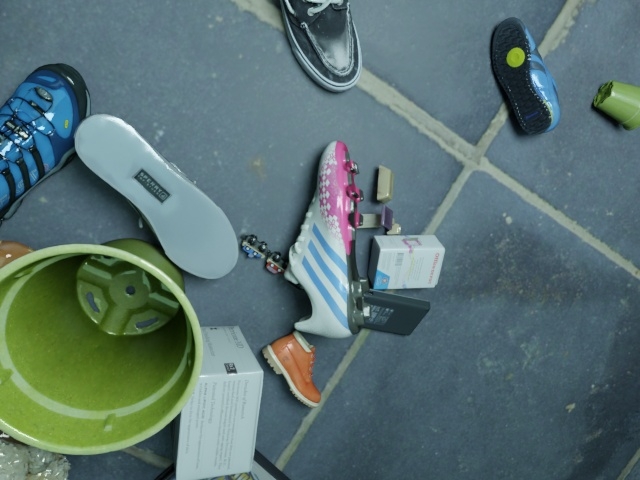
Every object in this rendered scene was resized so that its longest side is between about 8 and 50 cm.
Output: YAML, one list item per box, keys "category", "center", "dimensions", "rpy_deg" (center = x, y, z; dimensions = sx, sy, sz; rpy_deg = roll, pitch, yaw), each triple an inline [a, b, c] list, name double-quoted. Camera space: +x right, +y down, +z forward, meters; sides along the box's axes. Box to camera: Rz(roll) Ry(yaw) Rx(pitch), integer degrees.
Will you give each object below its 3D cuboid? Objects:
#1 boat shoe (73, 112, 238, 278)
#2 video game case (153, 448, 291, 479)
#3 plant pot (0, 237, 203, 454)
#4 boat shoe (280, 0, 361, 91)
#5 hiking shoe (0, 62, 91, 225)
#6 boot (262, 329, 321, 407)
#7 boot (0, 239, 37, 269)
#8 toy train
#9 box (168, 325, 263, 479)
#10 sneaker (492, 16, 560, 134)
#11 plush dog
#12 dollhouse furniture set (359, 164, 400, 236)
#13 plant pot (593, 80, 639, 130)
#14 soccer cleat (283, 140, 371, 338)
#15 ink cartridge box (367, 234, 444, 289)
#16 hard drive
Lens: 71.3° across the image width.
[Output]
- category: "boat shoe"
  center: [-0.249, -0.066, 0.702]
  dimensions: [0.113, 0.105, 0.306]
  rpy_deg: [-45, 117, -2]
- category: "video game case"
  center: [-0.193, 0.530, 0.890]
  dimensions: [0.248, 0.035, 0.275]
  rpy_deg: [-41, 107, 1]
- category: "plant pot"
  center: [-0.306, 0.109, 0.656]
  dimensions: [0.275, 0.254, 0.276]
  rpy_deg: [-3, 104, -10]
- category: "boat shoe"
  center: [-0.009, -0.377, 0.677]
  dimensions: [0.108, 0.102, 0.301]
  rpy_deg: [-22, 106, -5]
- category: "hiking shoe"
  center: [-0.443, -0.122, 0.639]
  dimensions: [0.113, 0.132, 0.304]
  rpy_deg: [36, 94, -16]
- category: "boot"
  center: [-0.031, 0.244, 0.844]
  dimensions: [0.084, 0.059, 0.158]
  rpy_deg: [-36, 106, -6]
- category: "boot"
  center: [-0.500, 0.094, 0.714]
  dimensions: [0.152, 0.073, 0.197]
  rpy_deg: [15, 114, -27]
- category: "toy train"
  center: [-0.080, 0.041, 0.803]
  dimensions: [0.158, 0.027, 0.036]
  rpy_deg: [37, 105, -17]
- category: "box"
  center: [-0.183, 0.259, 0.745]
  dimensions: [0.118, 0.181, 0.182]
  rpy_deg: [3, 102, -24]
- category: "sneaker"
  center: [0.372, -0.293, 0.798]
  dimensions: [0.082, 0.069, 0.209]
  rpy_deg: [-31, 100, -37]
- category: "plush dog"
  center: [-0.509, 0.306, 0.715]
  dimensions: [0.262, 0.210, 0.226]
  rpy_deg: [28, 70, -17]
- category: "dollhouse furniture set"
  center: [0.098, -0.071, 0.819]
  dimensions: [0.081, 0.091, 0.115]
  rpy_deg: [0, 79, 30]
- category: "plant pot"
  center: [0.562, -0.259, 0.832]
  dimensions: [0.079, 0.083, 0.083]
  rpy_deg: [21, 98, -3]
- category: "soccer cleat"
  center: [0.000, 0.000, 0.750]
  dimensions: [0.143, 0.116, 0.332]
  rpy_deg: [-4, 87, 16]
- category: "ink cartridge box"
  center: [0.156, 0.040, 0.823]
  dimensions: [0.122, 0.052, 0.089]
  rpy_deg: [0, 121, -10]
- category: "hard drive"
  center: [0.126, 0.138, 0.843]
  dimensions: [0.135, 0.022, 0.094]
  rpy_deg: [13, 131, -13]
